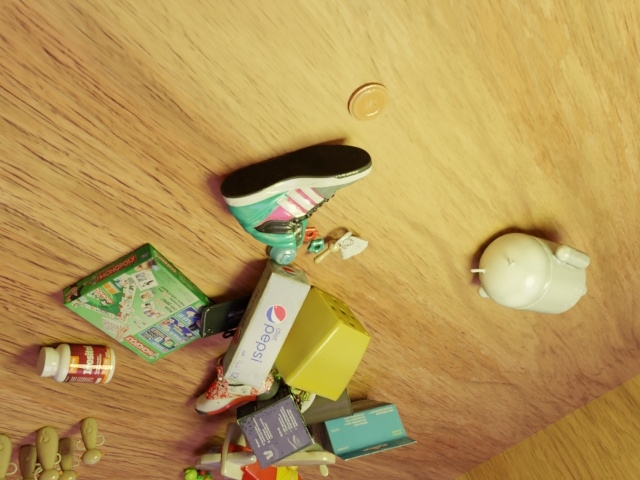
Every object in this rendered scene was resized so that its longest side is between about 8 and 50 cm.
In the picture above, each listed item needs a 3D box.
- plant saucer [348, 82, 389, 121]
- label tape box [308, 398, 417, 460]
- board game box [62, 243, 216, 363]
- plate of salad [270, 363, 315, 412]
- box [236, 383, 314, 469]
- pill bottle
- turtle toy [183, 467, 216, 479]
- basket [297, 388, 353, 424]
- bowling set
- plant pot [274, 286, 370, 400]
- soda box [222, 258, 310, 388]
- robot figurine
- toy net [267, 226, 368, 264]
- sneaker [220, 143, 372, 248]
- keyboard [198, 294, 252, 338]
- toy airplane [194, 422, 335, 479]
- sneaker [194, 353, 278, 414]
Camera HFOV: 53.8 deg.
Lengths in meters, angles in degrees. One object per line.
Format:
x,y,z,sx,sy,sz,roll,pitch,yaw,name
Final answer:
0.094,-0.262,1.204,0.083,0.013,0.083,-15,141,-12,plant saucer
0.113,0.576,1.956,0.241,0.106,0.334,-8,174,-20,label tape box
-0.379,0.151,1.402,0.213,0.046,0.317,-27,141,5,board game box
-0.110,0.408,1.749,0.200,0.048,0.200,0,101,0,plate of salad
-0.122,0.495,1.685,0.158,0.093,0.156,-25,101,-5,box
-0.552,0.278,1.425,0.152,0.086,0.086,11,129,-37,pill bottle
-0.408,0.802,2.107,0.095,0.066,0.130,-29,140,6,turtle toy
-0.032,0.470,1.858,0.227,0.154,0.204,-16,173,-3,basket
-0.707,0.596,1.650,0.287,0.154,0.200,-8,138,-18,bowling set
-0.004,0.245,1.590,0.187,0.212,0.212,-47,137,9,plant pot
-0.128,0.194,1.456,0.098,0.091,0.286,20,105,-17,soda box
0.569,0.090,1.697,0.353,0.199,0.300,11,146,-35,robot figurine
0.000,0.000,1.431,0.232,0.045,0.122,-7,136,-23,toy net
-0.034,-0.074,1.259,0.295,0.124,0.178,-14,136,-1,sneaker
-0.207,0.183,1.493,0.180,0.023,0.108,-12,120,-41,keyboard
-0.177,0.666,1.914,0.386,0.272,0.384,22,134,0,toy airplane
-0.257,0.377,1.700,0.270,0.090,0.145,-19,116,25,sneaker
